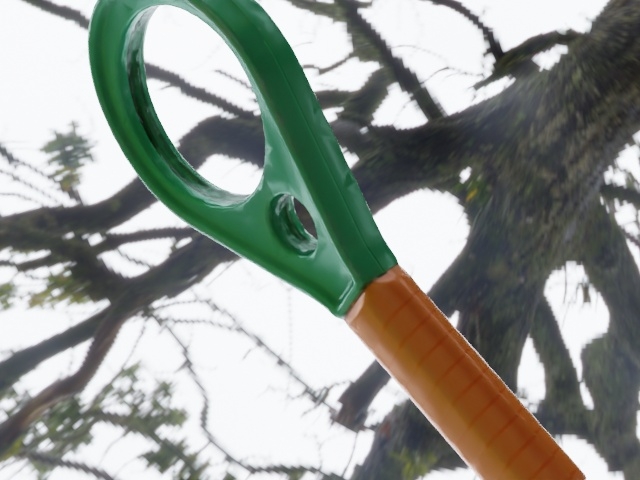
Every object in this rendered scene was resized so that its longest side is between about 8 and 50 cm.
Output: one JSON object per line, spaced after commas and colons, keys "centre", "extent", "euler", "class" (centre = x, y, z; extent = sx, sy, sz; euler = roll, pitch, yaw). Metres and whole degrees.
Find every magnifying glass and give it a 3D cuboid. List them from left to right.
{"centre": [0.000, 0.000, 0.498], "extent": [0.231, 0.026, 0.092], "euler": [47, -39, 13], "class": "magnifying glass"}
